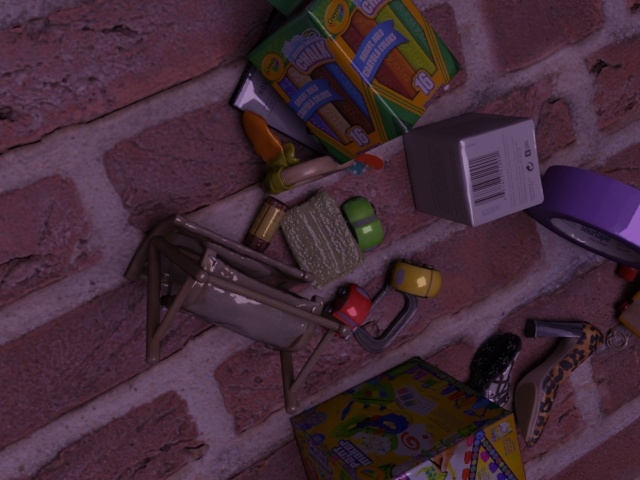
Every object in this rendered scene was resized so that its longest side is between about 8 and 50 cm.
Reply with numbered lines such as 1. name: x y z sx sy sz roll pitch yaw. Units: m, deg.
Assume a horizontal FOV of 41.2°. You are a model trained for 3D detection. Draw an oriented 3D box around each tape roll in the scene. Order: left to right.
1. tape roll: 0.525 -0.037 1.564 0.274 0.275 0.090 27 89 -29

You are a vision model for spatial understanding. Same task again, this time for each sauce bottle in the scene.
1. sauce bottle: -0.098 -0.009 1.391 0.042 0.042 0.128 26 98 -29

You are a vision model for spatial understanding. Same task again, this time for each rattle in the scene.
1. rattle: -0.012 -0.154 1.374 0.199 0.130 0.143 -21 74 -14

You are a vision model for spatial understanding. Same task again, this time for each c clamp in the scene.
1. c clamp: 0.104 0.132 1.535 0.160 0.022 0.137 -44 116 -11

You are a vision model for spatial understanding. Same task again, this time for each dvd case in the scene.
1. dvd case: -0.010 -0.247 1.390 0.238 0.029 0.179 26 89 -28

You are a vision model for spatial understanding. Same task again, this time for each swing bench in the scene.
1. swing bench: -0.131 0.089 1.267 0.253 0.255 0.165 24 108 -29

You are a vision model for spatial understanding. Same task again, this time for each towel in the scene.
1. towel: 0.000 0.000 1.423 0.110 0.027 0.148 -28 99 2

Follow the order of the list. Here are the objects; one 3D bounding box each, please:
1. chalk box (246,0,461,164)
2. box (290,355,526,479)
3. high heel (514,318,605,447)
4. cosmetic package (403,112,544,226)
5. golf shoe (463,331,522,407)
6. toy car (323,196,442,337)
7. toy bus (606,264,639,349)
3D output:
1. chalk box: 0.030 -0.291 1.259 0.289 0.179 0.180 48 58 -16
2. box: 0.146 0.370 1.457 0.279 0.290 0.177 -22 111 -20
3. high heel: 0.494 0.291 1.721 0.186 0.093 0.261 6 89 -21
4. cosmetic package: 0.260 -0.127 1.464 0.151 0.183 0.151 -18 109 -21
5. golf shoe: 0.337 0.271 1.661 0.094 0.077 0.198 33 93 -39
6. toy car: 0.092 0.035 1.476 0.239 0.053 0.225 -22 103 -14
7. toy bus: 0.712 0.131 1.789 0.104 0.202 0.191 -16 103 -55
